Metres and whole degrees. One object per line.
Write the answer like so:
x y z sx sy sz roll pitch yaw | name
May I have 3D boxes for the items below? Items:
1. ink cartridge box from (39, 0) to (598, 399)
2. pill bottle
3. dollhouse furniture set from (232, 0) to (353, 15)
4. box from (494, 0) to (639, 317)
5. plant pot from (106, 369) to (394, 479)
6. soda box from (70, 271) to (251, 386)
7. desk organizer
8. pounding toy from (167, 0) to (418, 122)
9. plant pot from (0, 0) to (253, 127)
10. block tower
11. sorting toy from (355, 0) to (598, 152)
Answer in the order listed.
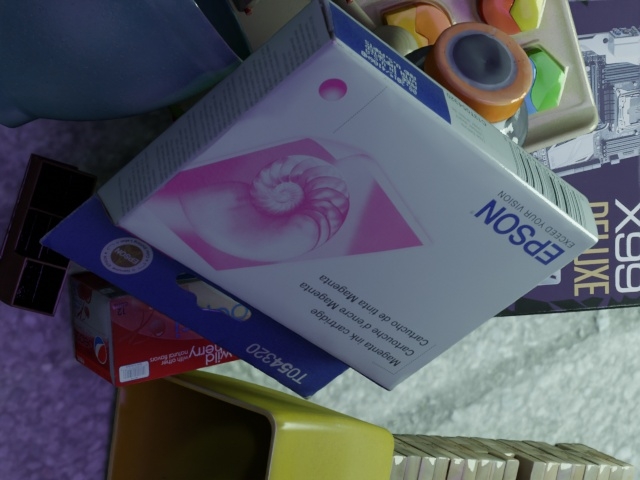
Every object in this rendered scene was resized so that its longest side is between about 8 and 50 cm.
0.000 0.000 1.545 0.330 0.071 0.324 -40 128 24 | ink cartridge box
0.097 -0.080 1.637 0.130 0.245 0.130 10 54 -14 | pill bottle
-0.006 -0.298 1.599 0.129 0.183 0.129 -13 66 -39 | dollhouse furniture set
0.254 -0.087 1.848 0.243 0.076 0.307 -3 103 -7 | box
-0.055 0.228 1.711 0.187 0.212 0.212 0 100 -44 | plant pot
-0.087 0.057 1.710 0.263 0.092 0.083 -10 108 -28 | soda box
-0.238 -0.004 1.633 0.047 0.050 0.130 17 91 -32 | desk organizer
-0.046 -0.137 1.681 0.237 0.183 0.110 -38 160 -34 | pounding toy
-0.210 -0.209 1.498 0.196 0.293 0.293 -32 117 7 | plant pot
0.165 0.250 1.902 0.335 0.097 0.091 7 96 -34 | block tower
0.144 -0.171 1.754 0.193 0.038 0.208 -19 103 -3 | sorting toy
